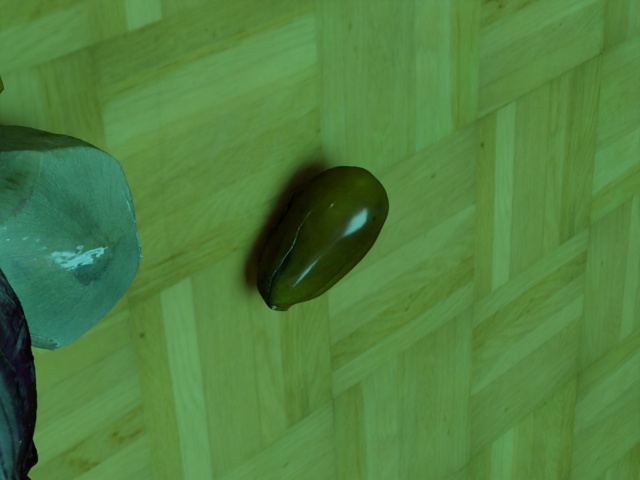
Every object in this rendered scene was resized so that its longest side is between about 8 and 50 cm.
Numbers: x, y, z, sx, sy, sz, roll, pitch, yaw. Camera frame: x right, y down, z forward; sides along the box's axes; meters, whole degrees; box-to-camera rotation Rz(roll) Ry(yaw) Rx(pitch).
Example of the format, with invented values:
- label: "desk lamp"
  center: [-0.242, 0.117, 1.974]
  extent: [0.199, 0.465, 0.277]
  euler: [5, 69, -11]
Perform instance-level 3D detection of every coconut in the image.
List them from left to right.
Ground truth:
- label: "coconut"
  center: [-0.208, -0.001, 0.931]
  extent: [0.161, 0.162, 0.161]
  euler: [-25, 127, -39]

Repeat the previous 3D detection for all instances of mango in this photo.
- label: "mango"
  center: [-0.002, -0.003, 1.243]
  extent: [0.159, 0.084, 0.105]
  euler: [-42, 157, 3]

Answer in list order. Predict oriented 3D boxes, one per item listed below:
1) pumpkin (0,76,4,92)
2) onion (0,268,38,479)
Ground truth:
- label: "pumpkin"
  center: [-0.264, -0.150, 0.810]
  extent: [0.183, 0.107, 0.119]
  euler: [115, -30, -71]
- label: "onion"
  center: [-0.293, 0.077, 0.837]
  extent: [0.267, 0.159, 0.349]
  euler: [-21, 137, 15]
